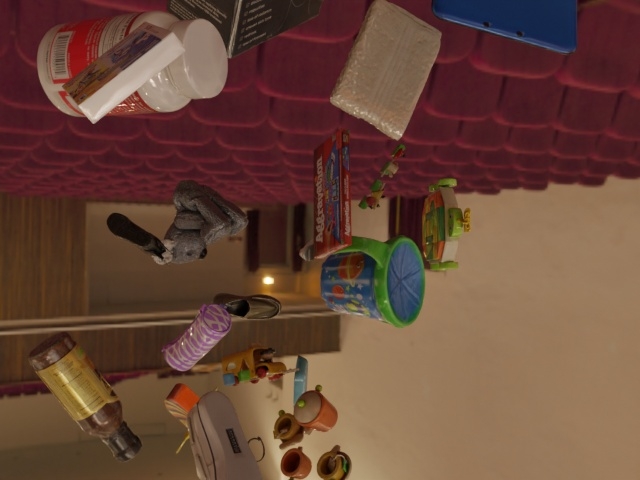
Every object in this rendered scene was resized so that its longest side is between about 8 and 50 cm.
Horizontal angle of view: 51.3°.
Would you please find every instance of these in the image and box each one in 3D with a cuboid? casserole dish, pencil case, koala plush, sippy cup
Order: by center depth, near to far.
[{"bbox_3d":[-0.295,0.232,1.589,0.088,0.206,0.086,32,-146,-17],"label":"pencil case"},{"bbox_3d":[0.129,0.109,1.766,0.224,0.305,0.240,-3,-165,34],"label":"sippy cup"},{"bbox_3d":[-0.349,-0.027,1.795,0.203,0.221,0.196,40,-163,5],"label":"koala plush"},{"bbox_3d":[-0.063,0.455,2.138,0.037,0.188,0.114,5,-143,3],"label":"casserole dish"}]

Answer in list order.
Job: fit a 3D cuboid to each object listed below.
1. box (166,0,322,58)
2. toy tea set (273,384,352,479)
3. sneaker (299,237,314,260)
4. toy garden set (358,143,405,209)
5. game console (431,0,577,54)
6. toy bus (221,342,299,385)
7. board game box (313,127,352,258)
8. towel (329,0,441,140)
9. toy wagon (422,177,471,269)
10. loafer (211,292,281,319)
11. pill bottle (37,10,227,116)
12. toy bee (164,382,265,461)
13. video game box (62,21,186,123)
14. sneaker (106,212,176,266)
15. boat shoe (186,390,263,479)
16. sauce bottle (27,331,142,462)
[{"bbox_3d":[-0.186,-0.900,2.057,0.297,0.471,0.480,40,-130,12],"label":"box"},{"bbox_3d":[-0.039,0.525,1.652,0.124,0.200,0.336,43,-161,-39],"label":"toy tea set"},{"bbox_3d":[0.000,0.000,1.919,0.152,0.053,0.061,-35,-161,-15],"label":"sneaker"},{"bbox_3d":[0.213,-0.197,2.155,0.049,0.244,0.204,33,-175,-3],"label":"toy garden set"},{"bbox_3d":[0.348,-0.473,1.342,0.293,0.173,0.250,14,-174,-7],"label":"game console"},{"bbox_3d":[-0.179,0.340,1.857,0.202,0.104,0.191,-9,165,-14],"label":"toy bus"},{"bbox_3d":[0.026,-0.108,1.576,0.027,0.281,0.145,8,162,-25],"label":"board game box"},{"bbox_3d":[0.149,-0.386,1.490,0.187,0.282,0.049,27,169,-13],"label":"towel"},{"bbox_3d":[0.366,-0.047,1.967,0.068,0.267,0.344,0,176,-3],"label":"toy wagon"},{"bbox_3d":[-0.251,0.241,2.328,0.251,0.094,0.087,4,-166,-23],"label":"loafer"},{"bbox_3d":[-0.436,-0.411,1.563,0.408,0.228,0.229,3,-177,25],"label":"pill bottle"},{"bbox_3d":[-0.320,0.515,1.814,0.195,0.298,0.162,-32,-179,-42],"label":"toy bee"},{"bbox_3d":[-0.354,-0.306,1.188,0.205,0.048,0.187,-41,-147,-8],"label":"video game box"},{"bbox_3d":[-0.419,-0.002,1.560,0.170,0.051,0.089,29,169,23],"label":"sneaker"},{"bbox_3d":[-0.178,0.404,1.184,0.088,0.267,0.096,-42,149,26],"label":"boat shoe"},{"bbox_3d":[-0.544,0.376,1.570,0.112,0.344,0.111,-25,-160,10],"label":"sauce bottle"}]
